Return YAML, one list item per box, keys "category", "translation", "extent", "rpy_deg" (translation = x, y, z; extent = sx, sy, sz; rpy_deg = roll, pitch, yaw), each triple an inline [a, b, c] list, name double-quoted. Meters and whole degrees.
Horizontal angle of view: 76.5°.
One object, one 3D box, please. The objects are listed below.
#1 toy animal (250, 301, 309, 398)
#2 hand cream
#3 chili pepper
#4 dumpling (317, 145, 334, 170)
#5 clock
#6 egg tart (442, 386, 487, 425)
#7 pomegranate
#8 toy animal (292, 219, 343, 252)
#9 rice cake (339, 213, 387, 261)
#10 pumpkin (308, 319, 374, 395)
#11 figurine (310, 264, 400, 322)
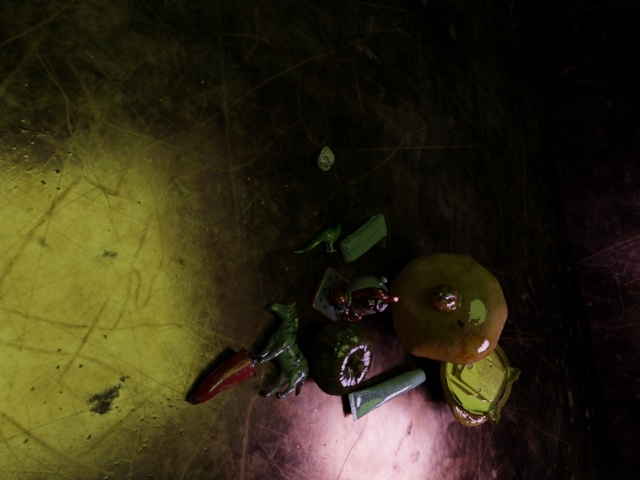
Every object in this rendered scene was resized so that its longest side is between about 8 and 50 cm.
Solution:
- category: "toy animal"
  translation: [-0.111, 0.298, 1.087]
  extent: [0.170, 0.090, 0.254]
  rpy_deg: [-7, 90, -43]
- category: "hand cream"
  translation: [0.227, 0.494, 1.339]
  extent: [0.332, 0.058, 0.085]
  rpy_deg: [-8, 90, -39]
- category: "chili pepper"
  translation: [-0.245, 0.344, 0.994]
  extent: [0.169, 0.065, 0.088]
  rpy_deg: [-28, 126, -31]
- category: "dumpling"
  translation: [0.017, -0.258, 1.296]
  extent: [0.052, 0.076, 0.057]
  rpy_deg: [24, 62, -9]
- category: "clock"
  translation: [0.560, 0.485, 1.468]
  extent: [0.293, 0.071, 0.277]
  rpy_deg: [45, 68, -2]
- category: "egg tart"
  translation: [0.552, 0.550, 1.553]
  extent: [0.291, 0.115, 0.289]
  rpy_deg: [9, 72, -30]
- category: "pomegranate"
  translation: [0.406, 0.211, 1.317]
  extent: [0.411, 0.410, 0.409]
  rpy_deg: [7, 78, -38]
- category: "toy animal"
  translation: [0.008, 0.014, 1.258]
  extent: [0.217, 0.041, 0.074]
  rpy_deg: [-33, 106, -33]
- category: "rice cake"
  translation: [0.148, -0.008, 1.361]
  extent: [0.226, 0.040, 0.084]
  rpy_deg: [-36, 123, -38]
- category: "pumpkin"
  translation: [0.070, 0.329, 1.157]
  extent: [0.219, 0.163, 0.218]
  rpy_deg: [-13, 110, -39]
- category: "figurine"
  translation: [0.126, 0.169, 1.205]
  extent: [0.183, 0.226, 0.160]
  rpy_deg: [39, 60, -28]
